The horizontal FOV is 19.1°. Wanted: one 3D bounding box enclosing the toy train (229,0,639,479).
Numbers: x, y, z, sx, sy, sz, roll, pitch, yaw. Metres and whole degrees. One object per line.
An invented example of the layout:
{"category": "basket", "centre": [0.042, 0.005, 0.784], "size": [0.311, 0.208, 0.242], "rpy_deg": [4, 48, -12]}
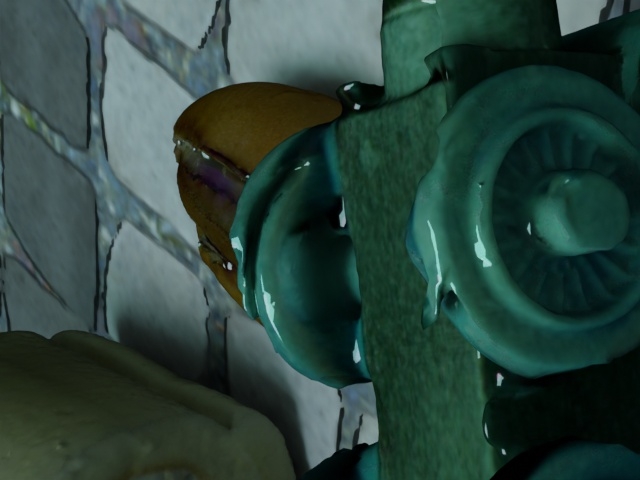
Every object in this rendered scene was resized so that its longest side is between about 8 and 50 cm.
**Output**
{"category": "toy train", "centre": [0.067, 0.035, 0.430], "size": [0.107, 0.154, 0.198], "rpy_deg": [-12, 83, 58]}

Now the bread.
{"category": "bread", "centre": [-0.100, 0.111, 0.738], "size": [0.141, 0.148, 0.134], "rpy_deg": [19, 121, 50]}

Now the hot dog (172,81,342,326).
{"category": "hot dog", "centre": [0.000, 0.001, 0.610], "size": [0.140, 0.060, 0.090], "rpy_deg": [38, 142, 32]}
